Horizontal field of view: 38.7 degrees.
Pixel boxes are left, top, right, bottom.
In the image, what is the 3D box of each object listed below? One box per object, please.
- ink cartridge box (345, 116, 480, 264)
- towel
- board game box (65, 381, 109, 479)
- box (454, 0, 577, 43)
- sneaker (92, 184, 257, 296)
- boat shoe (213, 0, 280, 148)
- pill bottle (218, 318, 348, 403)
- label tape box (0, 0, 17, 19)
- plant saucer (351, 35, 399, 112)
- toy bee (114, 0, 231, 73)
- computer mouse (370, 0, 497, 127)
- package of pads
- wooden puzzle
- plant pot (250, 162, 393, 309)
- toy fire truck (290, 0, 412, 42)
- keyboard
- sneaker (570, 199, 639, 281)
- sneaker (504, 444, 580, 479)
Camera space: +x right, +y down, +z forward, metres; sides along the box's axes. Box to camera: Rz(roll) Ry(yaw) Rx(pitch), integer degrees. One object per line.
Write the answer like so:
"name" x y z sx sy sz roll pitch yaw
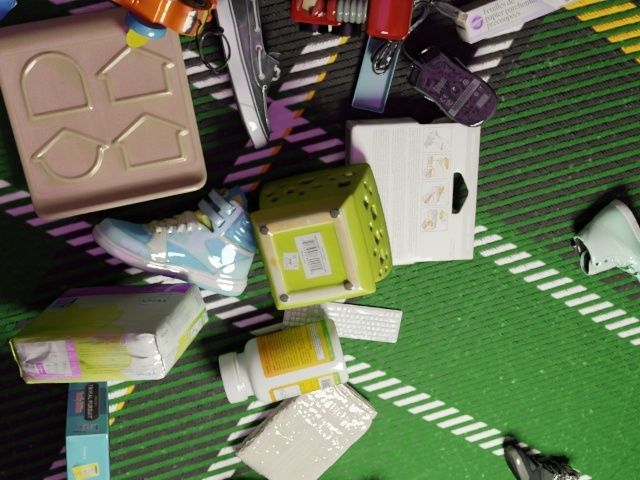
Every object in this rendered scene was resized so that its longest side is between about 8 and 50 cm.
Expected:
"ink cartridge box" 0.182 -0.098 1.839 0.261 0.066 0.296 -4 110 -11
"towel" -0.030 0.415 1.977 0.282 0.049 0.187 -45 111 6
"board game box" -0.451 0.465 1.786 0.079 0.254 0.336 -1 109 -13
"box" 0.418 -0.472 1.767 0.324 0.067 0.063 -23 112 -5
"sneaker" -0.255 -0.034 1.734 0.319 0.127 0.208 19 105 -28
"boat shoe" -0.120 -0.322 1.680 0.102 0.108 0.301 -15 104 -6
"pill bottle" -0.076 0.253 1.858 0.246 0.136 0.136 -14 111 -1
"label tape box" -0.725 -0.360 1.521 0.348 0.115 0.249 -43 112 6
"plant saucer" 0.112 -0.347 1.766 0.067 0.018 0.192 10 107 -16
"toy bee" -0.258 -0.392 1.549 0.195 0.162 0.298 -35 94 30
"computer mouse" 0.244 -0.348 1.746 0.262 0.060 0.184 30 110 -6
"package of pads" -0.382 0.166 1.660 0.297 0.229 0.101 -4 111 15
"wooden puzzle" -0.396 -0.237 1.660 0.322 0.080 0.347 -12 106 -9
"plant pot" 0.000 0.000 1.717 0.227 0.207 0.228 -11 106 14
"toy fire truck" 0.051 -0.426 1.581 0.217 0.246 0.158 9 108 6
"keyboard" 0.047 0.169 1.928 0.256 0.014 0.072 8 107 -15
"sneaker" 0.646 0.055 1.980 0.151 0.094 0.256 -36 103 -5
"sneaker" 0.516 0.532 2.121 0.130 0.087 0.227 -36 115 -1
